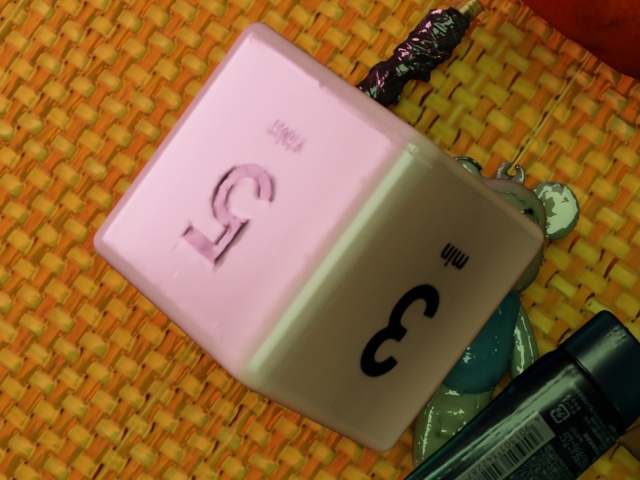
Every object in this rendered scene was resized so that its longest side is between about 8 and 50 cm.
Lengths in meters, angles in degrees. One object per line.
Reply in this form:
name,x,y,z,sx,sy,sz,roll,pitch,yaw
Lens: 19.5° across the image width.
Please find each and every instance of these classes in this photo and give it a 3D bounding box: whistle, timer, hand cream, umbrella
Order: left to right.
timer,0.000,0.000,1.272,0.194,0.192,0.195,39,94,37
umbrella,0.066,-0.132,1.404,0.144,0.037,0.040,-43,67,0
whistle,0.112,0.056,1.353,0.114,0.077,0.236,15,84,-5
hand cream,0.128,0.167,1.327,0.270,0.120,0.061,-42,37,-5

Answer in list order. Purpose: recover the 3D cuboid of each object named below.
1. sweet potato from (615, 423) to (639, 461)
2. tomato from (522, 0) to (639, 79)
sweet potato,0.311,0.158,1.335,0.205,0.060,0.068,6,116,1
tomato,0.249,-0.279,1.306,0.341,0.273,0.341,0,90,18
